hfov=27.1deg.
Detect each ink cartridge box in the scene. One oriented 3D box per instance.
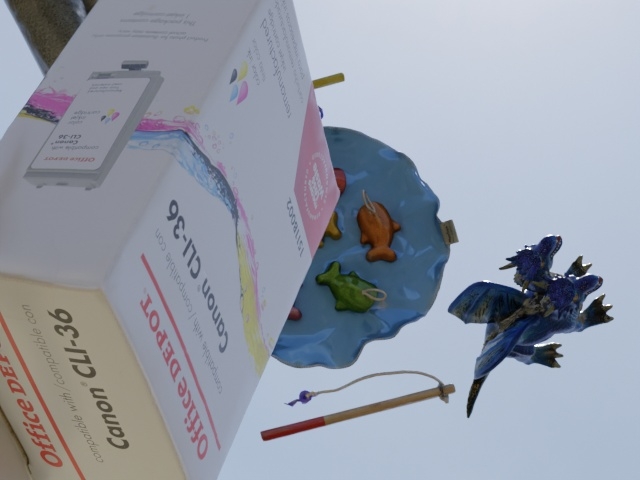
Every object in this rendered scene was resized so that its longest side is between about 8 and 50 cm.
[{"bbox_3d":[-0.060,0.010,0.441,0.067,0.198,0.115,5,-43,21],"label":"ink cartridge box"}]

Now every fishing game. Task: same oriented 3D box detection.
[{"bbox_3d":[0.000,0.000,0.927,0.189,0.264,0.041,-12,-22,-4],"label":"fishing game"}]

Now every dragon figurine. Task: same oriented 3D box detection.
[{"bbox_3d":[0.181,0.082,1.283,0.289,0.144,0.085,-43,-121,44],"label":"dragon figurine"}]

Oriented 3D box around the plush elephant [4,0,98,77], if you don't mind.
[{"bbox_3d":[-0.149,-0.296,0.976,0.255,0.330,0.272,-27,-35,-10],"label":"plush elephant"}]
